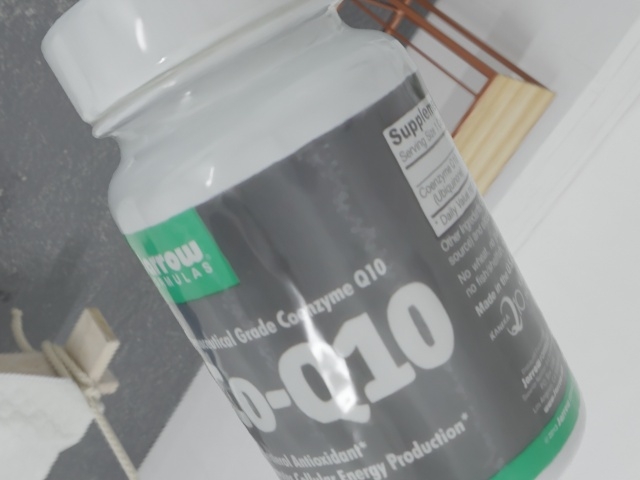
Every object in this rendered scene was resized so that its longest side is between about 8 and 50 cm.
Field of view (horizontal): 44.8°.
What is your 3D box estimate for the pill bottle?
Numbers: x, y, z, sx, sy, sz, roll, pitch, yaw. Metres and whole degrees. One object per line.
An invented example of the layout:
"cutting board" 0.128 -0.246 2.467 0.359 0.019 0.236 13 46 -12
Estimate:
"pill bottle" 0.000 0.000 0.487 0.204 0.204 0.361 -33 102 -14
